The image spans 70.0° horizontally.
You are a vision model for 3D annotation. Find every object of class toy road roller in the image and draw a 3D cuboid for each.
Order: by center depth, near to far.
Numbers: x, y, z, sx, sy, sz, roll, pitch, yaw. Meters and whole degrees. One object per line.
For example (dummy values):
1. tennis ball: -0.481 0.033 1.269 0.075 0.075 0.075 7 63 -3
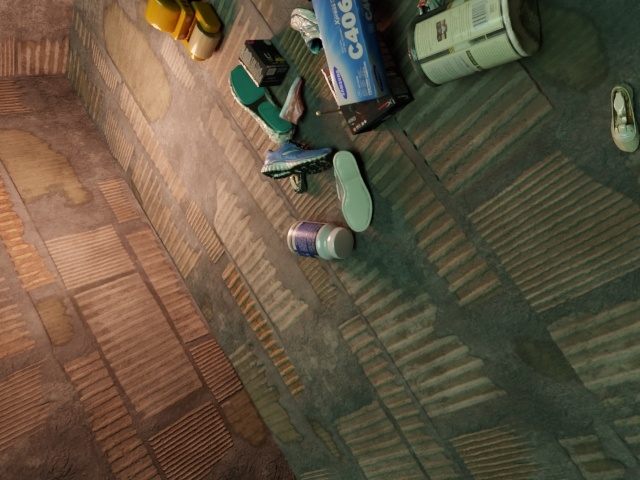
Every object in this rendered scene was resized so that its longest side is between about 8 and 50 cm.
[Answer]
1. toy road roller: -0.621 -0.979 2.036 0.329 0.240 0.202 58 138 9

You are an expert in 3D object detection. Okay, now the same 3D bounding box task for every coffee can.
1. coffee can: 0.401 -0.543 1.204 0.275 0.201 0.201 -3 105 46

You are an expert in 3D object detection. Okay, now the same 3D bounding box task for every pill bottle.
1. pill bottle: 0.000 0.000 1.901 0.264 0.153 0.153 7 112 45

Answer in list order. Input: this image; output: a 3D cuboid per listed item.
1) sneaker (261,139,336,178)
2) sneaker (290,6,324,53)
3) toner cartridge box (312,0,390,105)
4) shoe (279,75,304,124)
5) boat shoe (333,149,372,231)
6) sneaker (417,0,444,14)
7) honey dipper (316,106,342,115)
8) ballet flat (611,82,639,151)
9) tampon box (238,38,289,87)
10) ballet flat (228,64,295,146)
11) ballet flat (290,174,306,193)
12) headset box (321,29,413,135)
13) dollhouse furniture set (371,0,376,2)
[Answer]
1. sneaker: -0.093 -0.346 1.840 0.330 0.130 0.147 -3 78 25
2. sneaker: -0.029 -0.725 1.592 0.283 0.110 0.122 35 104 43
3. toner cartridge box: 0.092 -0.602 1.389 0.165 0.075 0.348 5 120 47
4. shoe: -0.092 -0.555 1.822 0.081 0.063 0.178 26 111 -2
5. boat shoe: 0.121 -0.193 1.757 0.099 0.116 0.319 -101 -5 -72
6. sneaker: 0.316 -0.701 1.315 0.057 0.075 0.161 17 120 40
7. honey dipper: 0.044 -0.464 1.640 0.030 0.160 0.030 21 121 40
8. ballet flat: 0.723 -0.290 1.097 0.057 0.052 0.168 -6 103 47
9. tampon box: -0.229 -0.715 1.839 0.161 0.120 0.101 55 138 12
10. ballet flat: -0.259 -0.557 1.943 0.409 0.147 0.147 54 137 14
11. ballet flat: -0.104 -0.289 1.946 0.070 0.070 0.188 -1 107 46
12. headset box: 0.146 -0.540 1.537 0.218 0.110 0.293 -26 88 49
13. dollhouse furniture set: 0.212 -0.820 1.308 0.374 0.152 0.201 13 116 43
